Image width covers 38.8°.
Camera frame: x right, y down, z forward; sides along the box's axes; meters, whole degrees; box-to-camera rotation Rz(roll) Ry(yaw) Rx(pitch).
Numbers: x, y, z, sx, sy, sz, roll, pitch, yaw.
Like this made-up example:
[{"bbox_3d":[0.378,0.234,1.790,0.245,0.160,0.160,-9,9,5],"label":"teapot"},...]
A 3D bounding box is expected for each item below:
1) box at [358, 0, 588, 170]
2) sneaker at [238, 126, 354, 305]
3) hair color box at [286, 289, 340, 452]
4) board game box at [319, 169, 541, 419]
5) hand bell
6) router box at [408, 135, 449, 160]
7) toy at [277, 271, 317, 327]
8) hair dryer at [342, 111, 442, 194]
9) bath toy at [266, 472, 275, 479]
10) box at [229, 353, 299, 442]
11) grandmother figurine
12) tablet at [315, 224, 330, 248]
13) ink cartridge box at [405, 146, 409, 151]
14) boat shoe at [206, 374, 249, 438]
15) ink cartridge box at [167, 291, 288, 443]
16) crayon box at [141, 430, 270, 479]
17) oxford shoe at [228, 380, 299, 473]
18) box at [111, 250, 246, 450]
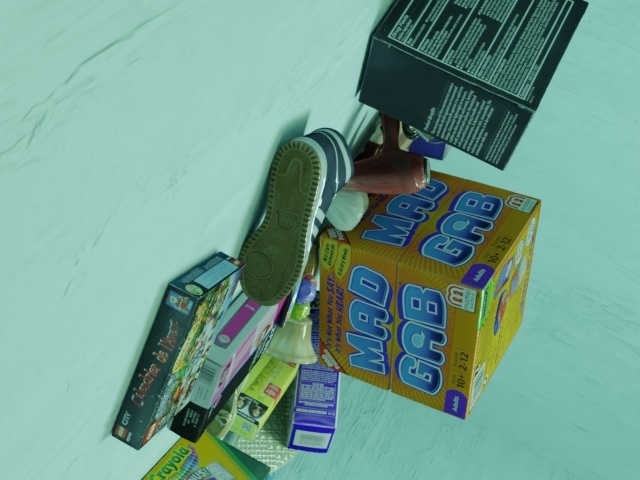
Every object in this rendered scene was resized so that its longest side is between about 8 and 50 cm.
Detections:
[{"bbox_3d":[0.265,-0.331,1.601,0.296,0.294,0.183,-58,171,-30],"label":"box"},{"bbox_3d":[-0.032,-0.040,1.374,0.153,0.099,0.282,-45,158,-59],"label":"sneaker"},{"bbox_3d":[-0.010,0.309,2.157,0.185,0.110,0.339,102,-5,-58],"label":"hair color box"},{"bbox_3d":[0.235,0.095,1.985,0.356,0.356,0.357,-46,145,-45],"label":"board game box"},{"bbox_3d":[-0.039,0.123,1.901,0.126,0.126,0.242,-25,130,-77],"label":"hand bell"},{"bbox_3d":[0.290,-0.367,2.090,0.301,0.082,0.336,-46,148,-73],"label":"router box"},{"bbox_3d":[-0.040,0.100,1.691,0.237,0.056,0.137,159,-54,-81],"label":"toy"},{"bbox_3d":[0.138,-0.189,1.720,0.293,0.223,0.080,-42,155,2],"label":"hair dryer"},{"bbox_3d":[-0.200,0.633,2.126,0.348,0.151,0.129,-79,171,-57],"label":"bath toy"},{"bbox_3d":[-0.128,0.325,1.962,0.232,0.087,0.058,-50,165,-52],"label":"box"},{"bbox_3d":[0.102,-0.149,1.860,0.208,0.104,0.342,96,19,-47],"label":"grandmother figurine"},{"bbox_3d":[0.000,0.000,2.004,0.054,0.006,0.083,-67,172,24],"label":"tablet"},{"bbox_3d":[0.190,-0.202,2.282,0.231,0.078,0.134,-66,171,15],"label":"ink cartridge box"},{"bbox_3d":[-0.178,0.297,1.689,0.153,0.056,0.048,-65,162,1],"label":"boat shoe"},{"bbox_3d":[-0.131,0.161,1.538,0.371,0.069,0.176,-55,169,-56],"label":"ink cartridge box"},{"bbox_3d":[-0.211,0.436,1.527,0.081,0.165,0.278,-66,172,20],"label":"crayon box"},{"bbox_3d":[-0.107,0.426,2.248,0.130,0.169,0.449,-21,-162,36],"label":"oxford shoe"},{"bbox_3d":[-0.184,0.141,1.192,0.233,0.044,0.159,-66,171,20],"label":"box"}]
